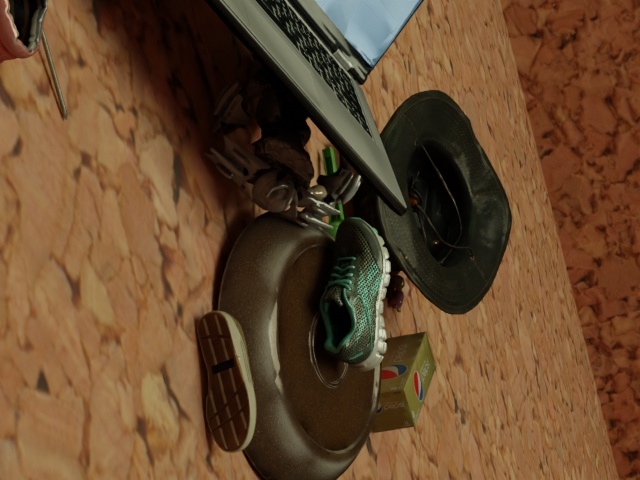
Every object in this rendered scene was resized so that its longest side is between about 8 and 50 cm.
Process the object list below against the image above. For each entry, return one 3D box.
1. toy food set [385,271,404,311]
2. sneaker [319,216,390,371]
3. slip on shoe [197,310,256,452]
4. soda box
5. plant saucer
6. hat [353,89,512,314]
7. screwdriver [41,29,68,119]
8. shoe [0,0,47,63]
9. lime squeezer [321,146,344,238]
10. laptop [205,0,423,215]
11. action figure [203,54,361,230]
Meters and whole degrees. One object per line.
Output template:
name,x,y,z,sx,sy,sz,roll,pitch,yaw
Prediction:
toy food set,0.102,0.059,1.844,0.122,0.019,0.078,44,39,-60
sneaker,0.032,0.054,1.351,0.076,0.065,0.167,16,66,-54
slip on shoe,-0.086,0.134,1.215,0.041,0.051,0.135,21,53,-65
soda box,0.109,0.189,1.725,0.181,0.061,0.058,-57,132,-64
plant saucer,-0.007,0.117,1.374,0.310,0.050,0.311,26,60,-58
hat,0.134,-0.042,1.806,0.331,0.134,0.331,22,60,-45
screwdriver,-0.231,-0.178,1.026,0.024,0.025,0.170,-57,142,-65
shoe,-0.238,-0.201,0.905,0.063,0.081,0.178,38,45,-63
lime squeezer,0.000,0.000,1.558,0.110,0.059,0.310,41,32,-12
laptop,0.028,-0.314,1.307,0.382,0.236,0.408,45,17,-35
action figure,-0.041,-0.122,1.391,0.185,0.099,0.285,44,27,-30
